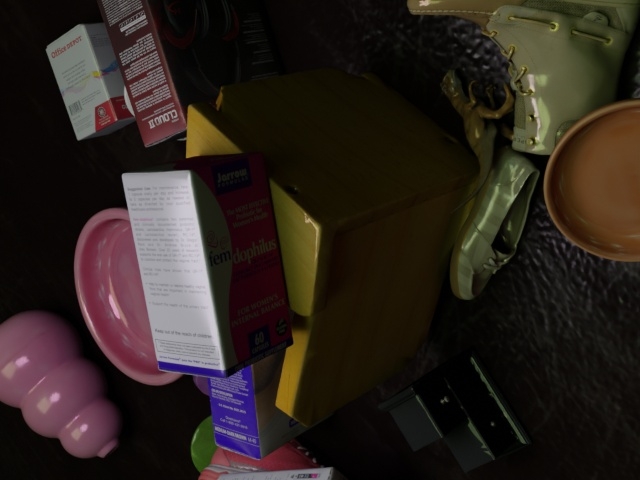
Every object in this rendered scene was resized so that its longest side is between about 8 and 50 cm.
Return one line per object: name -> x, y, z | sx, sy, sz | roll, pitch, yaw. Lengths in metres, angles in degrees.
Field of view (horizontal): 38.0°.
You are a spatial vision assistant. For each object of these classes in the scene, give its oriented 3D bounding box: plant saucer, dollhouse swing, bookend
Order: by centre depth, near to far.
plant saucer -> 0.350, -0.069, 1.034 | 0.200, 0.037, 0.200 | 5, 122, 7
dollhouse swing -> 0.000, 0.000, 1.202 | 0.315, 0.347, 0.305 | 43, 129, 22
bookend -> 0.184, 0.248, 1.257 | 0.072, 0.157, 0.156 | -39, 77, 42
plant saucer -> -0.314, 0.094, 1.685 | 0.332, 0.084, 0.332 | 15, 114, 36

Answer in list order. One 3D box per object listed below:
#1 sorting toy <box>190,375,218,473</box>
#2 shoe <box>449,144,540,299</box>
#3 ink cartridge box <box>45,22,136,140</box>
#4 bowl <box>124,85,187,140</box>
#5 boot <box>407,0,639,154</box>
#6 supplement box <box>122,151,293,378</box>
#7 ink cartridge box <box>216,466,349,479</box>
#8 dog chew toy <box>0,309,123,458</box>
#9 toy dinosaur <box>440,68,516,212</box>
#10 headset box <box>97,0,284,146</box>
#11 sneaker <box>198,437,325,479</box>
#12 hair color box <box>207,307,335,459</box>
sorting toy -> -0.177, 0.379, 1.676 | 0.126, 0.127, 0.365 | -169, 68, -70
shoe -> 0.222, -0.012, 1.189 | 0.058, 0.077, 0.219 | 34, 122, 35
ink cartridge box -> -0.393, -0.279, 1.630 | 0.127, 0.072, 0.175 | -15, 94, 43
bowl -> -0.270, -0.242, 1.532 | 0.170, 0.080, 0.170 | 16, 116, 37
boot -> 0.221, -0.199, 1.051 | 0.262, 0.095, 0.203 | 1, 115, -3
supplement box -> -0.119, 0.023, 0.997 | 0.114, 0.111, 0.220 | 0, 105, 41
ink cartridge box -> -0.009, 0.464, 1.448 | 0.330, 0.071, 0.324 | -14, 131, 42
dog chew toy -> -0.525, 0.299, 1.870 | 0.332, 0.207, 0.206 | 47, 130, 8
toy dinosaur -> 0.204, -0.130, 1.152 | 0.112, 0.064, 0.211 | -30, 48, 28
headset box -> -0.178, -0.275, 1.347 | 0.110, 0.218, 0.293 | -14, 95, 44
sneaker -> -0.041, 0.380, 1.529 | 0.314, 0.136, 0.116 | 9, 143, 17
hair color box -> -0.082, 0.139, 1.430 | 0.110, 0.185, 0.338 | 6, 109, 39
